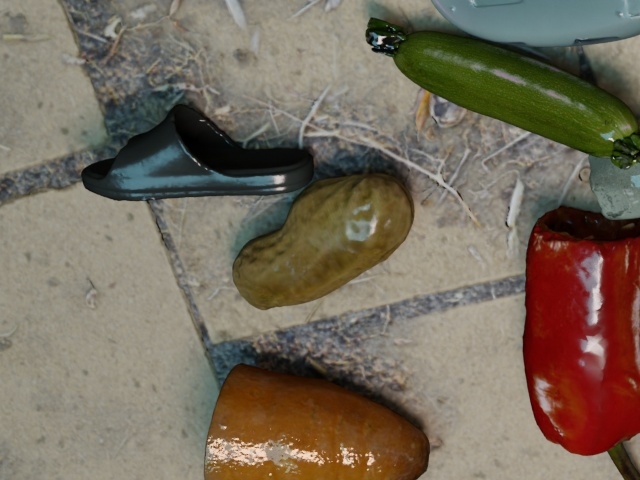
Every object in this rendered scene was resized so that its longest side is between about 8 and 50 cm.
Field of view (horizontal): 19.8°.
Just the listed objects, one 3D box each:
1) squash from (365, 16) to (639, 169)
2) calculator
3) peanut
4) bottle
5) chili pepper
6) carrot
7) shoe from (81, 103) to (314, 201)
[{"bbox_3d":[0.189,-0.145,1.760,0.318,0.080,0.071,25,84,23],"label":"squash"},{"bbox_3d":[0.235,-0.274,1.724,0.298,0.041,0.186,-2,109,22],"label":"calculator"},{"bbox_3d":[0.000,0.000,1.883,0.226,0.095,0.108,-34,80,30],"label":"peanut"},{"bbox_3d":[0.386,-0.087,1.717,0.269,0.083,0.083,-17,103,25],"label":"bottle"},{"bbox_3d":[0.269,0.141,1.819,0.134,0.131,0.338,6,113,27],"label":"chili pepper"},{"bbox_3d":[0.002,0.224,1.939,0.225,0.159,0.159,9,112,7],"label":"carrot"},{"bbox_3d":[-0.127,-0.097,1.886,0.241,0.108,0.093,0,108,12],"label":"shoe"}]
